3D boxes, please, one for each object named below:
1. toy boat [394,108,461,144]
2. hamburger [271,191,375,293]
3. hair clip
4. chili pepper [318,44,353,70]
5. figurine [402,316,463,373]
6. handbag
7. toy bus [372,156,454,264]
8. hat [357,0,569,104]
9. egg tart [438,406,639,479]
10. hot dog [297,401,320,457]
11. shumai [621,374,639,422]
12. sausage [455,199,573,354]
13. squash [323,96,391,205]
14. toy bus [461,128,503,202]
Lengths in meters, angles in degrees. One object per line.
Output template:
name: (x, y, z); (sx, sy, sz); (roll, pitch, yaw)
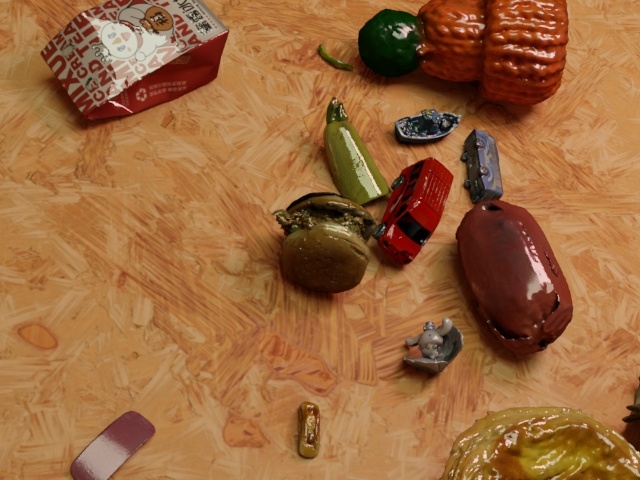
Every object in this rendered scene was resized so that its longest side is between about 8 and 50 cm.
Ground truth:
toy boat: (0.202, -0.217, 2.074); (0.137, 0.061, 0.060); (-7, 55, -24)
hamburger: (0.000, 0.000, 1.773); (0.184, 0.159, 0.131); (30, 50, -20)
hair clip: (-0.286, 0.287, 1.535); (0.054, 0.022, 0.137); (39, 51, 9)
chili pepper: (0.027, -0.355, 2.152); (0.083, 0.017, 0.030); (40, 50, 15)
figurine: (0.176, 0.165, 1.755); (0.082, 0.094, 0.086); (31, 70, -44)
handbag: (-0.322, -0.324, 1.925); (0.298, 0.151, 0.171); (-32, 74, -31)
toy bus: (0.162, -0.050, 1.894); (0.081, 0.089, 0.195); (41, 47, -19)
hat: (0.283, -0.388, 2.172); (0.400, 0.285, 0.285); (-6, 50, 11)
egg tart: (0.322, 0.399, 1.572); (0.351, 0.150, 0.352); (6, 56, -10)
hot dog: (-0.015, 0.274, 1.630); (0.030, 0.034, 0.090); (10, 50, -12)
shumai: (0.640, 0.241, 1.705); (0.292, 0.330, 0.288); (41, 20, -34)
sausage: (0.319, 0.055, 1.843); (0.152, 0.152, 0.280); (-6, 54, -23)
squash: (0.048, -0.156, 1.968); (0.090, 0.075, 0.200); (-22, 84, -11)
toy bus: (0.301, -0.135, 2.053); (0.061, 0.051, 0.153); (18, 48, -21)
